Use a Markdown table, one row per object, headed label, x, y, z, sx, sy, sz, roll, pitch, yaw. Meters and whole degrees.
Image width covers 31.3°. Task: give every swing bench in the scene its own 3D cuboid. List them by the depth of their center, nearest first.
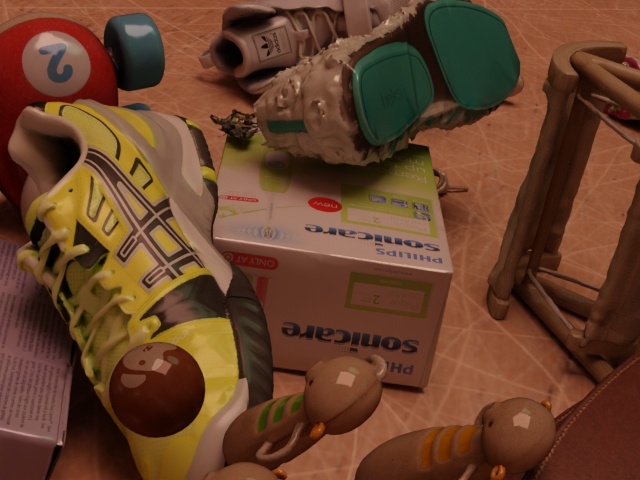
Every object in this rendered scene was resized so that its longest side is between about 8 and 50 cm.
| label | x | y | z | sx | sy | sz | roll | pitch | yaw |
| --- | --- | --- | --- | --- | --- | --- | --- | --- | --- |
| swing bench | 0.275 | -0.024 | 1.055 | 0.165 | 0.253 | 0.255 | -10 | 32 | -36 |

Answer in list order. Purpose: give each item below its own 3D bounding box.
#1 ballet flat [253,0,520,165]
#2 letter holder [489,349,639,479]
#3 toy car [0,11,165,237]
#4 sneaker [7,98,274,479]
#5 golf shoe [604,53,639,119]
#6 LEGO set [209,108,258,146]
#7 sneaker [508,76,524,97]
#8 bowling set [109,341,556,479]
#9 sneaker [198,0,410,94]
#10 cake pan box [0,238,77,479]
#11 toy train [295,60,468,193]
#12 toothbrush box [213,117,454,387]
| label | x | y | z | sx | sy | sz | roll | pitch | yaw |
| --- | --- | --- | --- | --- | --- | --- | --- | --- | --- |
| ballet flat | 0.067 | -0.163 | 1.141 | 0.147 | 0.147 | 0.409 | 23 | 25 | 24 |
| letter holder | 0.181 | 0.170 | 0.745 | 0.214 | 0.152 | 0.302 | 23 | 28 | 28 |
| toy car | -0.224 | -0.067 | 1.036 | 0.219 | 0.210 | 0.238 | -15 | 47 | -24 |
| sneaker | -0.143 | 0.040 | 0.821 | 0.147 | 0.145 | 0.384 | 12 | 34 | -31 |
| golf shoe | 0.535 | -0.196 | 1.677 | 0.140 | 0.115 | 0.306 | 3 | 28 | -23 |
| LEGO set | -0.075 | -0.106 | 1.088 | 0.054 | 0.023 | 0.083 | 18 | 15 | 17 |
| sneaker | 0.221 | -0.227 | 1.693 | 0.161 | 0.057 | 0.075 | 10 | 42 | -4 |
| bowling set | -0.026 | 0.131 | 0.594 | 0.200 | 0.154 | 0.287 | 48 | 48 | -7 |
| sneaker | 0.009 | -0.273 | 1.528 | 0.366 | 0.137 | 0.210 | 0 | 19 | 43 |
| cake pan box | -0.299 | 0.068 | 0.811 | 0.246 | 0.070 | 0.267 | 14 | 24 | -16 |
| toy train | 0.071 | -0.129 | 1.315 | 0.248 | 0.143 | 0.105 | 1 | 28 | -19 |
| toothbrush box | 0.000 | 0.000 | 1.053 | 0.206 | 0.122 | 0.283 | 9 | 27 | -3 |
